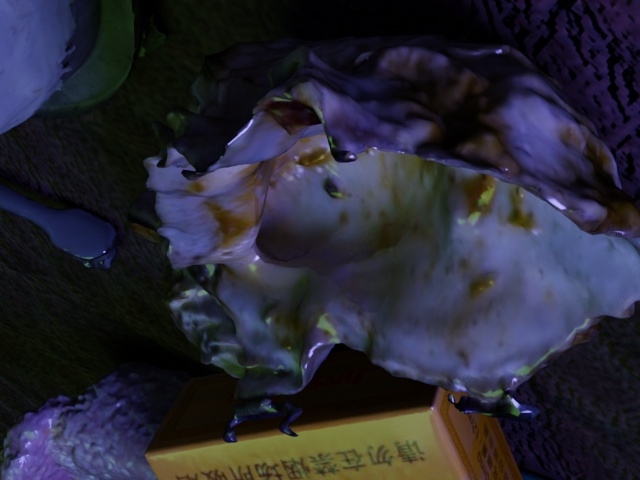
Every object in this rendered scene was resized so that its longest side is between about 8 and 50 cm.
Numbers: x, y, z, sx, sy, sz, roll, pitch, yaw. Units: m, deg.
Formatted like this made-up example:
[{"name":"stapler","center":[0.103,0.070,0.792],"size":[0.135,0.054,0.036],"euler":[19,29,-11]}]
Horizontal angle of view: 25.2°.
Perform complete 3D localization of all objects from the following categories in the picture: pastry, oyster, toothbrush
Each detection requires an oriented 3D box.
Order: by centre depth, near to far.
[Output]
[{"name":"oyster","center":[0.007,0.003,0.624],"size":[0.198,0.133,0.337],"euler":[39,152,-11]},{"name":"toothbrush","center":[-0.254,-0.049,0.907],"size":[0.297,0.030,0.030],"euler":[24,158,17]},{"name":"pastry","center":[-0.083,0.150,0.948],"size":[0.265,0.112,0.102],"euler":[10,133,15]}]

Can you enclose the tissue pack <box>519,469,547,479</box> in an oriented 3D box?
[{"name":"tissue pack","center":[0.115,0.160,0.844],"size":[0.138,0.028,0.085],"euler":[22,148,27]}]

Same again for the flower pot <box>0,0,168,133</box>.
[{"name":"flower pot","center":[-0.257,-0.088,0.627],"size":[0.290,0.259,0.290],"euler":[26,150,17]}]

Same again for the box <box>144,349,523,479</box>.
[{"name":"box","center":[0.041,0.191,0.812],"size":[0.174,0.076,0.274],"euler":[-12,117,26]}]
